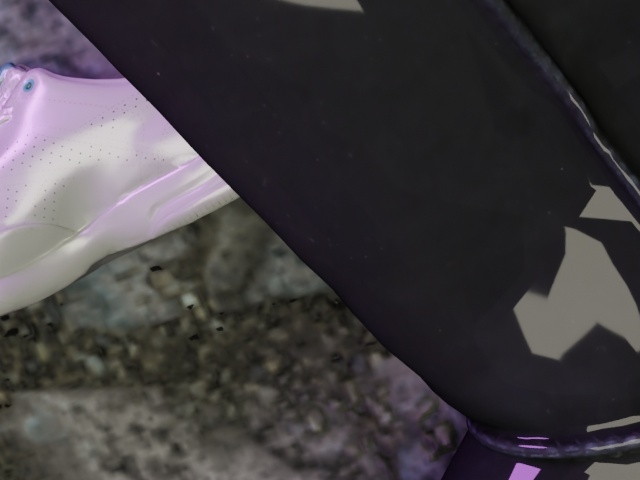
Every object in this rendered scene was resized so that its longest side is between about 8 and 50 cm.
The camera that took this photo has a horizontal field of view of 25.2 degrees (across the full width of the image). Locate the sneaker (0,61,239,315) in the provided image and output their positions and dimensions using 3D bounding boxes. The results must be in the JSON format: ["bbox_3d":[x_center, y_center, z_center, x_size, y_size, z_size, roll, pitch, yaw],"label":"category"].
[{"bbox_3d":[-0.122,-0.024,0.589,0.212,0.080,0.094,-27,95,2],"label":"sneaker"}]

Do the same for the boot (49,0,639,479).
[{"bbox_3d":[0.001,-0.001,0.489,0.367,0.146,0.445,-42,109,-5],"label":"boot"}]
